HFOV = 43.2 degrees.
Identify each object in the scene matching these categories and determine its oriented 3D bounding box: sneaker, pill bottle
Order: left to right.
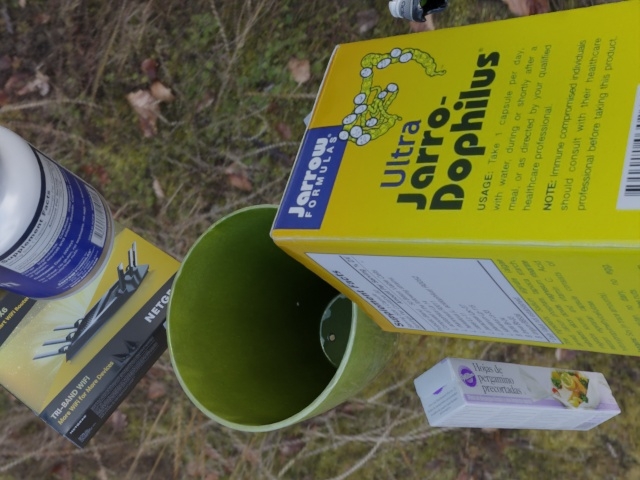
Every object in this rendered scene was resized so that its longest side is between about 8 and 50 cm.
[{"bbox_3d":[-0.336,-0.033,0.841,0.153,0.153,0.265,6,166,13],"label":"pill bottle"},{"bbox_3d":[0.196,-0.422,1.342,0.075,0.170,0.063,43,172,33],"label":"sneaker"}]

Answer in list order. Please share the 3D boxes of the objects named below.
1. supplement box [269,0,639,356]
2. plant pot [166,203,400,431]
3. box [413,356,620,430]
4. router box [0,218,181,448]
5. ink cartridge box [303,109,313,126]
[{"bbox_3d":[0.175,-0.039,0.622,0.356,0.195,0.194,2,154,36],"label":"supplement box"},{"bbox_3d":[-0.010,0.116,1.098,0.275,0.275,0.293,-15,163,26],"label":"plant pot"},{"bbox_3d":[0.260,0.200,1.031,0.324,0.063,0.067,11,137,-37],"label":"box"},{"bbox_3d":[-0.365,0.126,1.265,0.243,0.309,0.081,30,158,21],"label":"router box"},{"bbox_3d":[0.111,-0.317,1.878,0.121,0.211,0.289,59,160,-1],"label":"ink cartridge box"}]
